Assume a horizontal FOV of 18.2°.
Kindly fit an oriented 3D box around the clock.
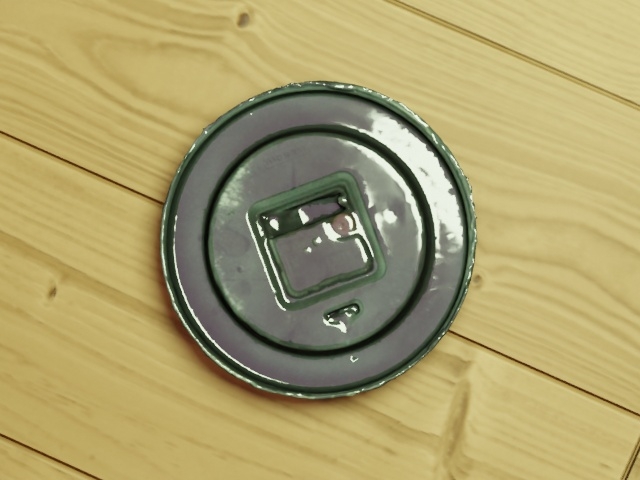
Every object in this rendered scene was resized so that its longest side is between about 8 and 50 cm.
[{"bbox_3d":[0.000,0.000,1.751,0.280,0.055,0.281,0,90,4],"label":"clock"}]
